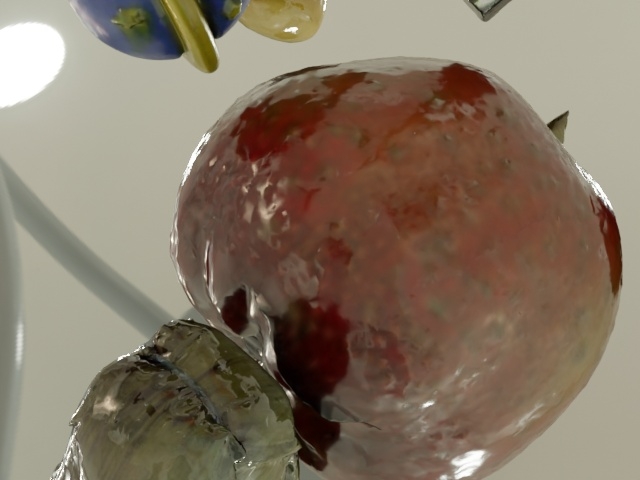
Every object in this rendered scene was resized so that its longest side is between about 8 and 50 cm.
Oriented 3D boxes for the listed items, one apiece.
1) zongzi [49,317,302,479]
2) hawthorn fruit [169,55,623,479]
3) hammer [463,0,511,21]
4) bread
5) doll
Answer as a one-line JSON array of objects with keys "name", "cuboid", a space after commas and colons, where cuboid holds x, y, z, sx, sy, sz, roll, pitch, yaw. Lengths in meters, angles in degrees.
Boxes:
[{"name": "zongzi", "cuboid": [-0.172, 0.234, 0.685, 0.360, 0.323, 0.160, -38, -113, -19]}, {"name": "hawthorn fruit", "cuboid": [0.077, 0.004, 0.882, 0.403, 0.403, 0.402, -7, -124, 10]}, {"name": "hammer", "cuboid": [0.117, -0.264, 0.684, 0.111, 0.365, 0.043, -40, -109, 9]}, {"name": "bread", "cuboid": [-0.049, -0.360, 1.234, 0.098, 0.147, 0.217, -33, -126, 46]}, {"name": "doll", "cuboid": [-0.096, -0.266, 0.723, 0.243, 0.311, 0.159, -23, -142, 1]}]
